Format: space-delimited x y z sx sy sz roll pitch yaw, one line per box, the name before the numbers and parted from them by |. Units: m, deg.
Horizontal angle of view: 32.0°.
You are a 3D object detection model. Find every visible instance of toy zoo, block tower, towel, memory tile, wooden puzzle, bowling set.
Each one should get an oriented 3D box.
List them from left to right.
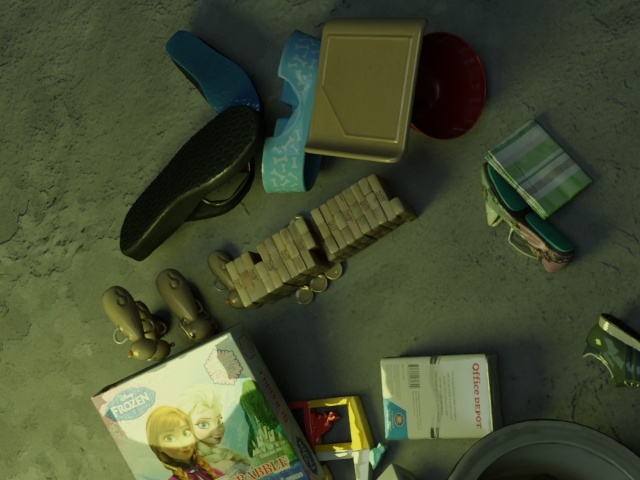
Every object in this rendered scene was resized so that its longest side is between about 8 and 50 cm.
bowling set | -0.266 0.157 2.087 0.154 0.287 0.200 56 151 24
memory tile | -0.035 0.036 2.056 0.113 0.012 0.148 -43 72 16
toy zoo | -0.015 0.384 2.016 0.293 0.030 0.192 -10 83 23
block tower | 0.000 0.000 1.986 0.335 0.091 0.097 -30 75 14
wooden puzzle | 0.076 -0.251 1.846 0.221 0.044 0.238 11 90 44
towel | 0.363 -0.121 1.855 0.113 0.023 0.152 -37 71 -11

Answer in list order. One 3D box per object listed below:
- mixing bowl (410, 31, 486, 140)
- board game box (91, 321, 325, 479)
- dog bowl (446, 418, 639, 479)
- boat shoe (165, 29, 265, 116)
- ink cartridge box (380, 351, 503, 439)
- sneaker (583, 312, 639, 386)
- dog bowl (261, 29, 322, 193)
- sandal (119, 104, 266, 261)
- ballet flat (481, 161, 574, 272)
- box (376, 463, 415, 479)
mixing bowl | 0.182 -0.260 1.908 0.098 0.181 0.181 4 88 60
board game box | -0.204 0.351 2.000 0.319 0.066 0.318 -27 95 21
dog bowl | 0.349 0.487 1.682 0.408 0.150 0.408 6 58 -9
boat shoe | -0.184 -0.305 2.106 0.109 0.089 0.258 -39 67 4
ink cartridge box | 0.206 0.264 1.896 0.191 0.082 0.139 -5 85 23
sneaker | 0.505 0.205 1.781 0.192 0.064 0.086 39 110 21
dog bowl | -0.032 -0.223 1.995 0.074 0.166 0.297 12 91 12
sandal | -0.218 -0.102 2.064 0.446 0.107 0.167 -36 40 40
ballet flat | 0.331 -0.033 1.870 0.221 0.077 0.079 50 132 18
box | 0.068 0.565 1.873 0.322 0.058 0.232 -52 27 16
